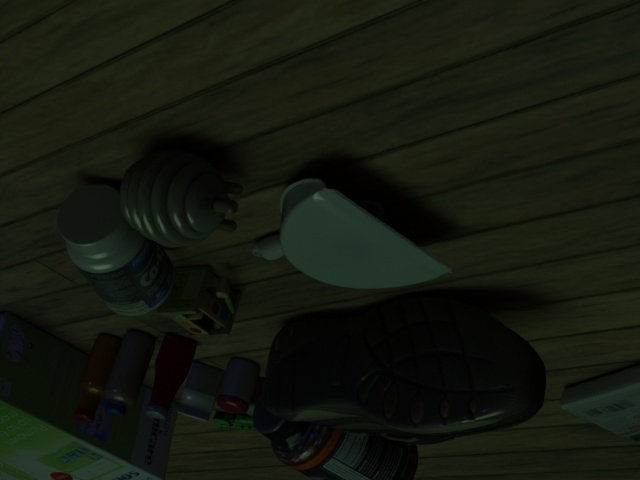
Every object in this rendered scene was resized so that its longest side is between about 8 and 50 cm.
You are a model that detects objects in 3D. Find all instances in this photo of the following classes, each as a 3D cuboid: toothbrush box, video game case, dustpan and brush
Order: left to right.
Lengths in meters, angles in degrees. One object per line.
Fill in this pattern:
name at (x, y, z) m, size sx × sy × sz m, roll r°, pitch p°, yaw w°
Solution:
toothbrush box at (-0.361, 0.232, 1.686) m, size 0.206 × 0.122 × 0.283 m, roll -25°, pitch 135°, yaw 38°
dustpan and brush at (0.000, 0.000, 1.131) m, size 0.147 × 0.060 × 0.211 m, roll 33°, pitch 143°, yaw -27°
video game case at (0.382, 0.169, 1.261) m, size 0.206 × 0.026 × 0.227 m, roll 26°, pitch 152°, yaw -18°

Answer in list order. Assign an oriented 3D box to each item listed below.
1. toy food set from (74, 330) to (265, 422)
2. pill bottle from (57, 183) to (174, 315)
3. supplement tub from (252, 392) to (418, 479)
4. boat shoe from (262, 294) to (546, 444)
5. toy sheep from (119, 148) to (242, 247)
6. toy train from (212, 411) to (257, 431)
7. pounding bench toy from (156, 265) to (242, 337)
toy food set at (-0.168, 0.182, 1.525) m, size 0.232 × 0.104 × 0.111 m, roll 18°, pitch 154°, yaw -2°
pill bottle at (-0.193, 0.009, 1.224) m, size 0.078 × 0.078 × 0.137 m, roll 8°, pitch 154°, yaw 17°
supplement tub at (0.015, 0.231, 1.517) m, size 0.198 × 0.106 × 0.106 m, roll 35°, pitch 149°, yaw -31°
boat shoe at (0.092, 0.133, 1.274) m, size 0.130 × 0.132 × 0.355 m, roll 24°, pitch 164°, yaw -36°
toy sheep at (-0.117, -0.035, 1.087) m, size 0.132 × 0.091 × 0.091 m, roll 2°, pitch 151°, yaw 39°
toy train at (-0.104, 0.236, 1.699) m, size 0.083 × 0.017 × 0.023 m, roll 0°, pitch 139°, yaw 31°
pounding bench toy at (-0.108, 0.064, 1.313) m, size 0.083 × 0.052 × 0.065 m, roll -5°, pitch 147°, yaw 38°
